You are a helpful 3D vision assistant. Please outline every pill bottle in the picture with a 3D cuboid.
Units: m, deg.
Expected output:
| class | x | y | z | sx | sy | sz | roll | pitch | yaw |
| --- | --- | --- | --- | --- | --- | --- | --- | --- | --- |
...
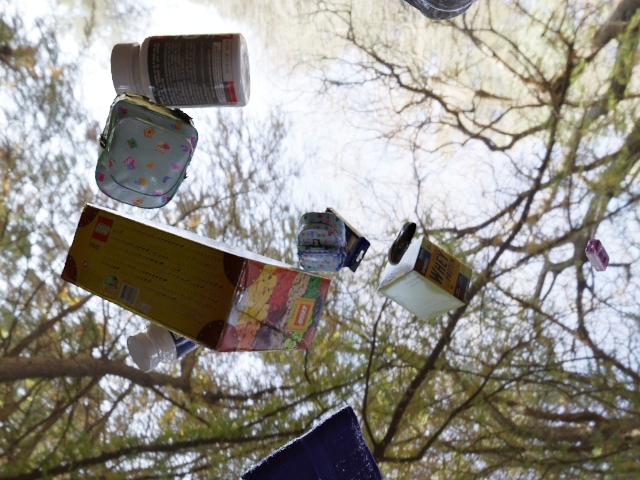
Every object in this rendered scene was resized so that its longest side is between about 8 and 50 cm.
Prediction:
| class | x | y | z | sx | sy | sz | roll | pitch | yaw |
| --- | --- | --- | --- | --- | --- | --- | --- | --- | --- |
| pill bottle | -0.308 | -0.379 | 1.132 | 0.283 | 0.161 | 0.161 | -1 | -133 | 0 |
| pill bottle | -0.462 | 0.294 | 1.591 | 0.153 | 0.153 | 0.264 | 33 | -140 | 28 |

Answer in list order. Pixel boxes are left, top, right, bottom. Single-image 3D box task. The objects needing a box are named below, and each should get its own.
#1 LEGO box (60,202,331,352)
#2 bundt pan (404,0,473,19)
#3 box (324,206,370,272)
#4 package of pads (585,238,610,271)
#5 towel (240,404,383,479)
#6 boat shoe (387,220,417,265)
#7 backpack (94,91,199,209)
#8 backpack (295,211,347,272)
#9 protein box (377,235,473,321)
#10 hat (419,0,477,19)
| class | x | y | z | sx | sy | sz | roll | pitch | yaw |
| --- | --- | --- | --- | --- | --- | --- | --- | --- | --- |
| LEGO box | -0.288 | 0.092 | 1.207 | 0.500 | 0.372 | 0.193 | 16 | -92 | 28 |
| bundt pan | 0.260 | -0.489 | 0.784 | 0.124 | 0.331 | 0.331 | 40 | -127 | -4 |
| box | 0.071 | -0.002 | 1.793 | 0.036 | 0.136 | 0.225 | -2 | -143 | -48 |
| package of pads | 0.732 | 0.040 | 1.327 | 0.032 | 0.083 | 0.050 | -3 | -132 | 51 |
| towel | -0.015 | 0.562 | 1.193 | 0.308 | 0.076 | 0.228 | -25 | -84 | -26 |
| boat shoe | 0.235 | 0.006 | 1.443 | 0.049 | 0.040 | 0.142 | 28 | -103 | -19 |
| backpack | -0.322 | -0.150 | 0.922 | 0.165 | 0.188 | 0.144 | 16 | -154 | -28 |
| backpack | 0.000 | 0.000 | 1.525 | 0.158 | 0.173 | 0.117 | 4 | -134 | 11 |
| protein box | 0.328 | 0.126 | 1.587 | 0.201 | 0.200 | 0.136 | 33 | -126 | -12 |
| hat | 0.335 | -0.544 | 1.077 | 0.183 | 0.173 | 0.208 | -3 | -157 | -37 |
